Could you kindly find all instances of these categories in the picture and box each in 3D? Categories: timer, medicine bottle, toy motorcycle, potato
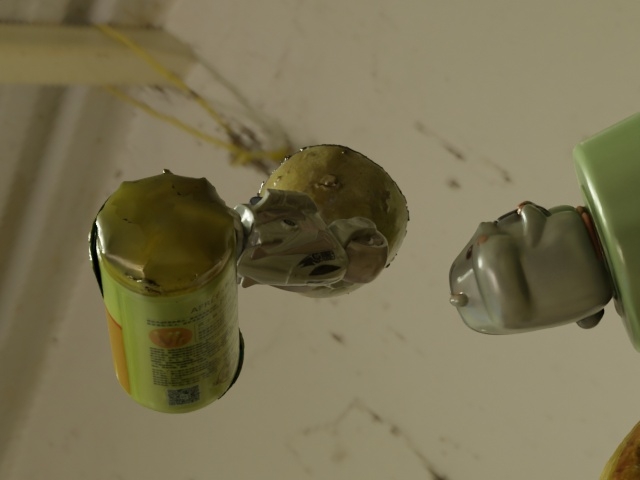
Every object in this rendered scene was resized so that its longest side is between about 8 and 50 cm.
[{"bbox_3d":[0.299,0.018,1.973,0.315,0.291,0.291,-16,-44,6],"label":"timer"},{"bbox_3d":[-0.127,0.043,1.453,0.124,0.124,0.239,-33,-29,-21],"label":"medicine bottle"},{"bbox_3d":[-0.037,0.012,1.698,0.254,0.112,0.112,6,-65,-32],"label":"toy motorcycle"},{"bbox_3d":[0.000,0.000,2.010,0.202,0.182,0.117,-47,10,32],"label":"potato"}]

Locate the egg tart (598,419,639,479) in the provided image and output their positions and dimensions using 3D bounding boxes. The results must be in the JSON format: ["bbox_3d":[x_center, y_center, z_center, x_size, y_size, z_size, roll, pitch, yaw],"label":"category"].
[{"bbox_3d":[0.347,0.189,1.191,0.341,0.341,0.132,-37,-65,-16],"label":"egg tart"}]
